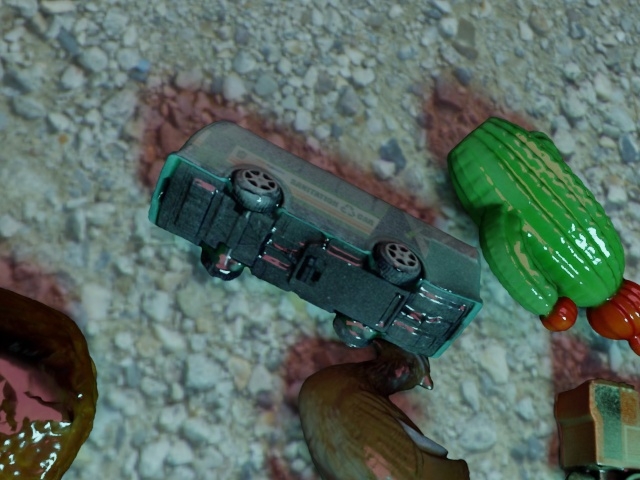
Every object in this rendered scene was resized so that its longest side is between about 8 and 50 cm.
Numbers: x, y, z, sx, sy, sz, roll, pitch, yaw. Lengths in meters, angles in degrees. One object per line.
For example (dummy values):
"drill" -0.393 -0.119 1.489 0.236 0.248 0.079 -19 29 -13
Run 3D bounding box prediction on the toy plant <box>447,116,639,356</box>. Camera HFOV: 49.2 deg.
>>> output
"toy plant" 0.197 0.000 0.605 0.155 0.088 0.240 -7 69 -38

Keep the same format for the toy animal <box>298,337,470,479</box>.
"toy animal" 0.062 0.167 0.534 0.188 0.089 0.179 44 54 9

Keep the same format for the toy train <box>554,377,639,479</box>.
"toy train" 0.288 0.186 0.582 0.176 0.074 0.118 9 68 -8

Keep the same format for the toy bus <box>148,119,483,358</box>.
"toy bus" 0.000 0.000 0.558 0.262 0.091 0.109 28 37 -4

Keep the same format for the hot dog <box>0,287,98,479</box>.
"hot dog" -0.263 0.096 0.468 0.227 0.099 0.160 22 69 -6
